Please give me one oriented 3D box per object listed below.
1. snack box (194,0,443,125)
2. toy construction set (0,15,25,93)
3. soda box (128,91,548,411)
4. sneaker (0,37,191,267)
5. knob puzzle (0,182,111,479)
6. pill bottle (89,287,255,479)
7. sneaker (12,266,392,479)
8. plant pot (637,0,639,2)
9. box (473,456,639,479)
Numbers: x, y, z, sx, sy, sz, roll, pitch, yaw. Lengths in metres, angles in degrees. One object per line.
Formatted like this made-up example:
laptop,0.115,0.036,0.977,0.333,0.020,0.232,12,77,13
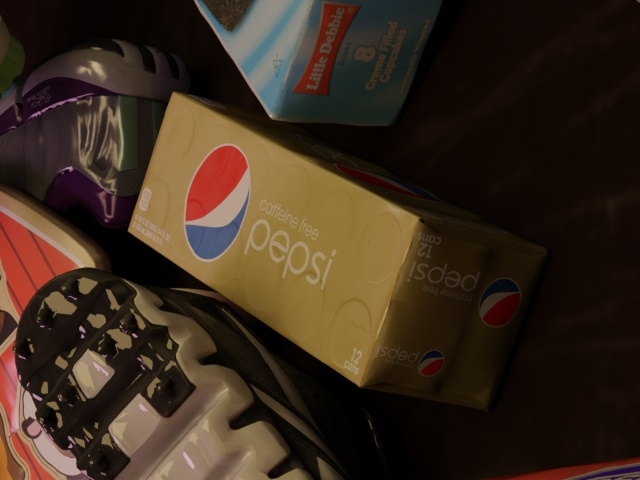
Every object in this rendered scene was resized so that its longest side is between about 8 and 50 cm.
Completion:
snack box,0.019,-0.225,0.719,0.187,0.060,0.322,58,137,47
toy construction set,-0.182,-0.173,0.861,0.215,0.151,0.328,13,64,33
soda box,0.000,0.000,0.718,0.181,0.058,0.061,30,104,55
sneaker,-0.141,-0.013,0.907,0.223,0.083,0.098,-25,64,48
knob puzzle,-0.153,0.059,0.875,0.213,0.030,0.213,10,106,40
pill bottle,-0.056,0.084,0.761,0.067,0.067,0.120,-30,55,47
sneaker,-0.004,0.102,0.673,0.078,0.106,0.234,-47,69,25
plant pot,0.137,-0.200,0.408,0.272,0.271,0.255,-57,17,26
box,0.064,0.133,0.446,0.300,0.154,0.142,-16,91,48
